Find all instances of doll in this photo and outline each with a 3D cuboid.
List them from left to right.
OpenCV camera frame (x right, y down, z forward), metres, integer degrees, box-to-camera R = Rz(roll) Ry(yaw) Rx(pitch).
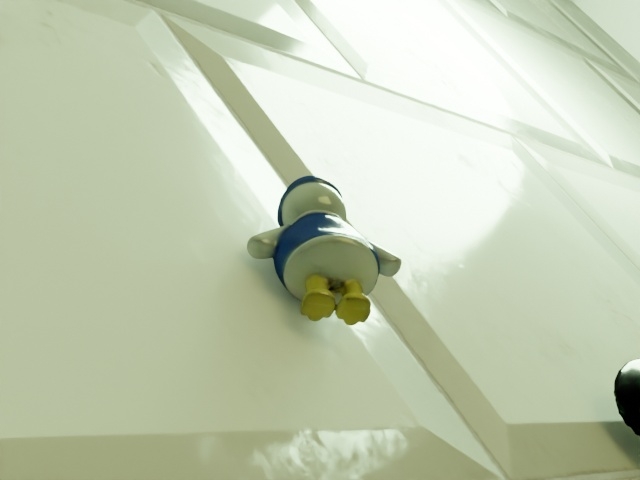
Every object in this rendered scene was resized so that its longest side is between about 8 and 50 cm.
[{"bbox_3d":[0.000,0.000,0.705,0.099,0.057,0.143,7,31,-16],"label":"doll"}]

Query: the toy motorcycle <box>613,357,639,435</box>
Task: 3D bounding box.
[{"bbox_3d":[0.349,0.195,0.755,0.206,0.142,0.342,-10,39,-10],"label":"toy motorcycle"}]
